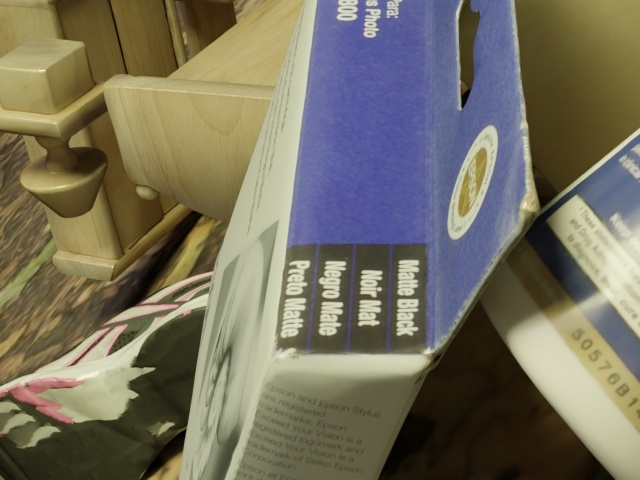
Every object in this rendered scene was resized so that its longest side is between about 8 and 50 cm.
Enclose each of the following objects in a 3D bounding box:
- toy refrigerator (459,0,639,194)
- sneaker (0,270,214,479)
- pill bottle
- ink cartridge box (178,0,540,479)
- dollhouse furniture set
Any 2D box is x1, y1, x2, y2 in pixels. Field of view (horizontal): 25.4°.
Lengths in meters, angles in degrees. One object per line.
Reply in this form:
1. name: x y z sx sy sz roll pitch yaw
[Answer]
1. toy refrigerator: 0.175 -0.098 0.426 0.269 0.102 0.094 -23 29 45
2. sneaker: -0.082 0.063 0.657 0.178 0.072 0.077 -22 20 23
3. pill bottle: 0.129 -0.010 0.347 0.169 0.094 0.094 -40 21 9
4. ink cartridge box: 0.000 0.000 0.452 0.223 0.045 0.224 -85 14 -51
5. dollhouse furniture set: 0.019 -0.068 0.750 0.355 0.174 0.303 9 35 29
